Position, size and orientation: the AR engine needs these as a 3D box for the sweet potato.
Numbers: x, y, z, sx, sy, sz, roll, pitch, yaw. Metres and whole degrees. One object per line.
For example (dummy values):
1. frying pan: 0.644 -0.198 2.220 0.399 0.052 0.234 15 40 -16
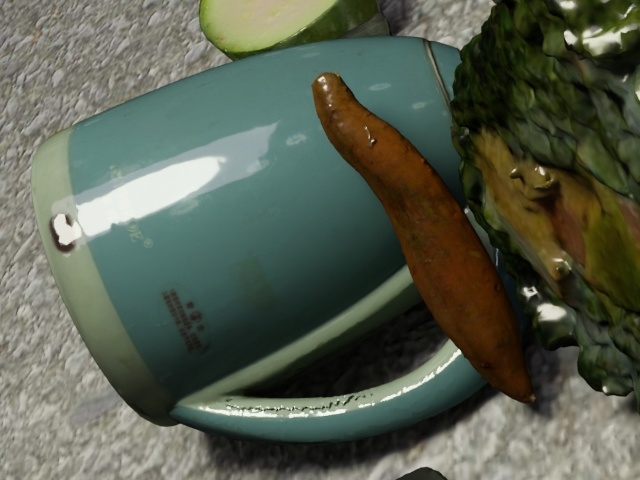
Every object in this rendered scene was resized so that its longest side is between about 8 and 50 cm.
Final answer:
1. sweet potato: 0.076 -0.003 1.026 0.057 0.264 0.057 -30 2 1

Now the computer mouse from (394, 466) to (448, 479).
1. computer mouse: 0.070 0.238 0.928 0.168 0.087 0.295 -50 36 -6

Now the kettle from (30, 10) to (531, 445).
1. kettle: 0.000 0.000 1.144 0.342 0.247 0.319 -23 70 9

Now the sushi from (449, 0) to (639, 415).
1. sushi: 0.217 -0.033 0.882 0.178 0.294 0.352 -26 -4 -9

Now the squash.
1. squash: -0.015 -0.208 1.414 0.170 0.123 0.170 -23 41 21
